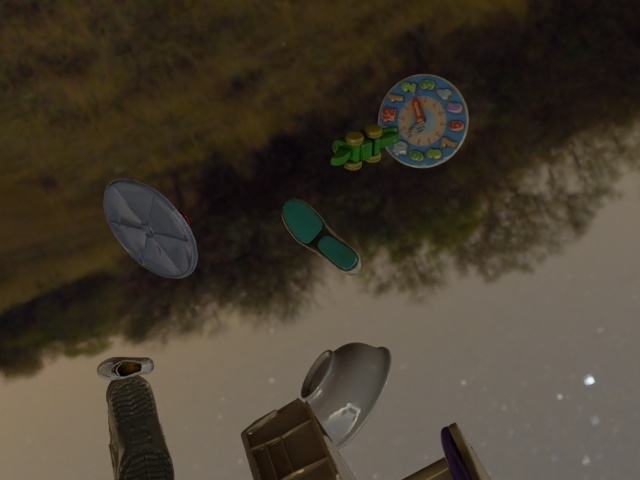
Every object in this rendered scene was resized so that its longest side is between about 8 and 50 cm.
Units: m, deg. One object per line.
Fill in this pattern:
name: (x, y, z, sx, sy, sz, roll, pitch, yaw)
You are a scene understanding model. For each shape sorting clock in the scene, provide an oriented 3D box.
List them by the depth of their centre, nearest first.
shape sorting clock: (0.223, -0.262, 2.459, 0.206, 0.206, 0.040, -23, 172, 24)

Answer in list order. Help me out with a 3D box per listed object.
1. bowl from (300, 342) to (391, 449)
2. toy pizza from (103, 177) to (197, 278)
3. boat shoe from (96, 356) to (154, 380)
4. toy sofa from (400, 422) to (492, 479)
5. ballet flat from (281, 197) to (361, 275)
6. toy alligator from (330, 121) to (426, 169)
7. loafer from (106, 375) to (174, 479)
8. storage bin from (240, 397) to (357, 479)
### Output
bowl: (0.043, 0.367, 2.823, 0.298, 0.134, 0.298, -53, -166, 19)
toy pizza: (-0.278, -0.024, 1.860, 0.201, 0.201, 0.032, -21, -161, 51)
boat shoe: (-0.301, 0.193, 1.691, 0.100, 0.035, 0.035, -5, 176, 25)
toy sofa: (0.187, 0.417, 1.503, 0.150, 0.177, 0.362, -31, -159, 6)
ballet flat: (0.000, 0.000, 1.808, 0.057, 0.168, 0.052, -43, 161, -3)
toy alligator: (0.081, -0.160, 1.769, 0.189, 0.056, 0.051, -24, -136, -31)
loafer: (-0.304, 0.337, 1.875, 0.102, 0.268, 0.092, -6, -162, -13)
storage bin: (0.006, 0.413, 1.717, 0.123, 0.262, 0.260, -31, -156, -1)
